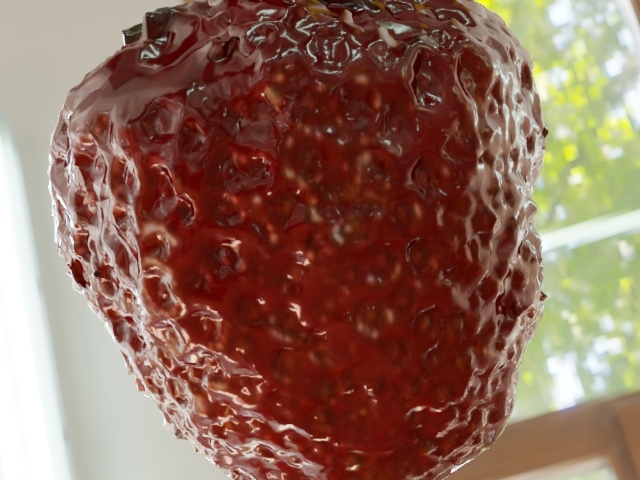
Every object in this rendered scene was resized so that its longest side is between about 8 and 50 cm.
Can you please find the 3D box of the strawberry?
[{"bbox_3d":[0.000,0.000,0.961,0.257,0.277,0.257,-18,-5,-2],"label":"strawberry"}]
